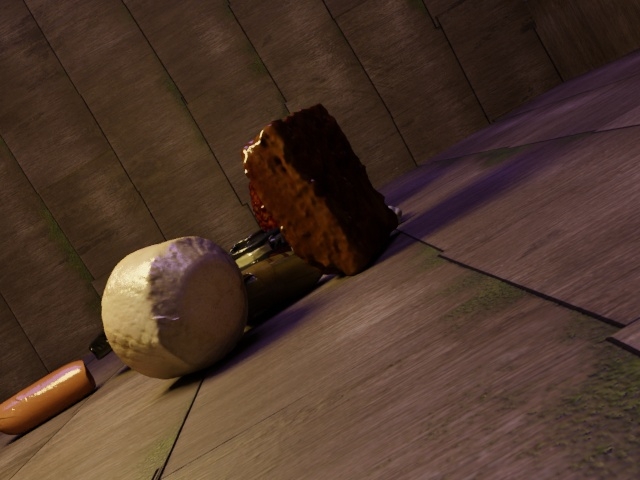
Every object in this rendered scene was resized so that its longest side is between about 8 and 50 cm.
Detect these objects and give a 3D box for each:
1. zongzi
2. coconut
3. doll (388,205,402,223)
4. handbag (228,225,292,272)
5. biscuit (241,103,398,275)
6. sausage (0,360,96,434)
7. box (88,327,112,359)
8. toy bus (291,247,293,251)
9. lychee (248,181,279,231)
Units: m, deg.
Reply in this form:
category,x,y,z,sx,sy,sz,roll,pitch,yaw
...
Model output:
category,x,y,z,sx,sy,sz,roll,pitch,yaw
zongzi,-0.150,0.122,1.638,0.260,0.123,0.289,-27,-1,-25
coconut,-0.314,0.148,1.383,0.328,0.329,0.329,-30,5,3
doll,0.186,-0.065,1.871,0.106,0.062,0.162,-35,6,-4
handbag,-0.160,0.054,1.983,0.181,0.181,0.254,-29,6,20
biscuit,0.001,-0.119,1.552,0.166,0.395,0.342,-30,5,25
sausage,-0.841,0.484,1.968,0.304,0.121,0.121,-30,5,-14
box,-0.586,0.234,2.040,0.290,0.073,0.289,-37,9,47
toy bus,0.000,0.000,1.969,0.136,0.126,0.209,-18,9,23
lychee,-0.068,-0.168,2.361,0.500,0.425,0.424,-27,6,45
